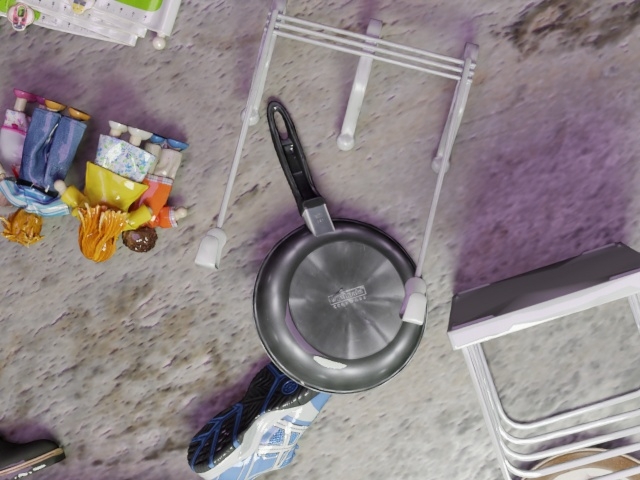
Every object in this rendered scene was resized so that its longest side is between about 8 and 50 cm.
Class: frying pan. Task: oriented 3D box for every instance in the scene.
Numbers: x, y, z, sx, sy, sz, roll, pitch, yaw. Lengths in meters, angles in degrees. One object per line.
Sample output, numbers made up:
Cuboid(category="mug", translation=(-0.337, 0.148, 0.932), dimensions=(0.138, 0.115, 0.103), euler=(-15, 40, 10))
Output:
Cuboid(category="frying pan", translation=(0.029, 0.005, 1.289), dimensions=(0.197, 0.053, 0.326), euler=(6, 77, -10))

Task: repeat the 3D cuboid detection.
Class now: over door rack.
Cuboid(category="over door rack", translation=(0.020, -0.083, 1.245), dimensions=(0.239, 0.108, 0.324), euler=(14, 72, 1))

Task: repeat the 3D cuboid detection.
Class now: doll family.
Cuboid(category="doll family", translation=(-0.282, -0.065, 1.311), dimensions=(0.263, 0.118, 0.163), euler=(18, 93, 8))

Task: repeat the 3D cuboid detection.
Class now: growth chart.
Cuboid(category="growth chart", translation=(-0.263, -0.309, 1.357), dimensions=(0.237, 0.021, 0.172), euler=(9, 91, 8))

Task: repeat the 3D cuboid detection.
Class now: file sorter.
Cuboid(category="file sorter", translation=(0.244, 0.120, 1.158), dimensions=(0.193, 0.278, 0.173), euler=(-18, 92, 8))

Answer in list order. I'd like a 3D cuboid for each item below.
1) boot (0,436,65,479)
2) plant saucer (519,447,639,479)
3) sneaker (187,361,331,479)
Cuboid(category="boot", translation=(-0.403, 0.219, 1.359), dimensions=(0.198, 0.077, 0.137), euler=(-14, 83, 7))
Cuboid(category="plant saucer", translation=(0.294, 0.320, 1.269), dimensions=(0.198, 0.036, 0.198), euler=(0, 90, 9))
Cuboid(category="sneaker", translation=(-0.048, 0.198, 1.310), dimensions=(0.211, 0.080, 0.081), euler=(-38, 125, -2))
